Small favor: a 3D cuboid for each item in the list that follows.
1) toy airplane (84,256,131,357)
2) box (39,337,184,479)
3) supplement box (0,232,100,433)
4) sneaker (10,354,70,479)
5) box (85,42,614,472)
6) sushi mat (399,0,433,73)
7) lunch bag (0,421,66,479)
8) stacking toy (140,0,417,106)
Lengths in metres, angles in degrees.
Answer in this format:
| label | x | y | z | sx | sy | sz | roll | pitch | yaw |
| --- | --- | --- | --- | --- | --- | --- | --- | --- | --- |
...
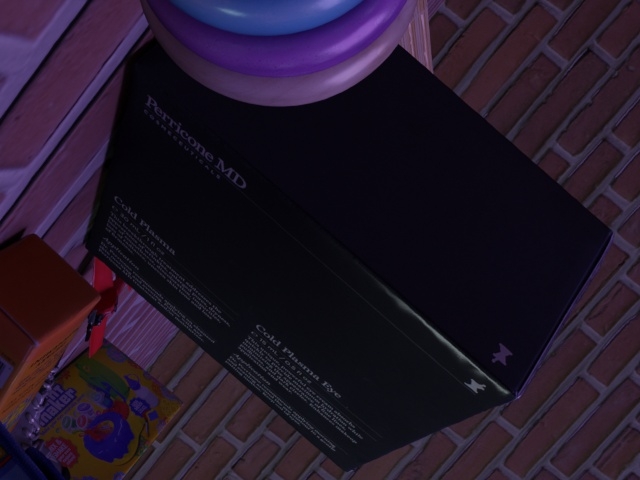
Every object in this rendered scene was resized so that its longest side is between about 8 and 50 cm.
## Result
| label | x | y | z | sx | sy | sz | roll | pitch | yaw |
| --- | --- | --- | --- | --- | --- | --- | --- | --- | --- |
| toy airplane | -0.224 | 0.053 | 0.913 | 0.151 | 0.028 | 0.151 | -168 | -90 | -89 |
| box | -0.398 | 0.347 | 1.276 | 0.279 | 0.177 | 0.290 | -51 | 179 | 26 |
| supplement box | -0.261 | 0.104 | 0.656 | 0.233 | 0.080 | 0.078 | -48 | 179 | 34 |
| sneaker | -0.285 | 0.178 | 0.853 | 0.229 | 0.132 | 0.086 | -50 | 180 | -5 |
| box | 0.000 | 0.000 | 0.725 | 0.179 | 0.343 | 0.312 | -49 | -179 | -31 |
| sushi mat | 0.073 | -0.190 | 0.759 | 0.151 | 0.019 | 0.317 | -56 | 145 | -44 |
| lunch bag | -0.181 | 0.177 | 0.443 | 0.138 | 0.293 | 0.221 | -50 | 180 | -35 |
| stacking toy | -0.019 | -0.156 | 0.271 | 0.141 | 0.141 | 0.330 | -50 | 175 | -7 |
